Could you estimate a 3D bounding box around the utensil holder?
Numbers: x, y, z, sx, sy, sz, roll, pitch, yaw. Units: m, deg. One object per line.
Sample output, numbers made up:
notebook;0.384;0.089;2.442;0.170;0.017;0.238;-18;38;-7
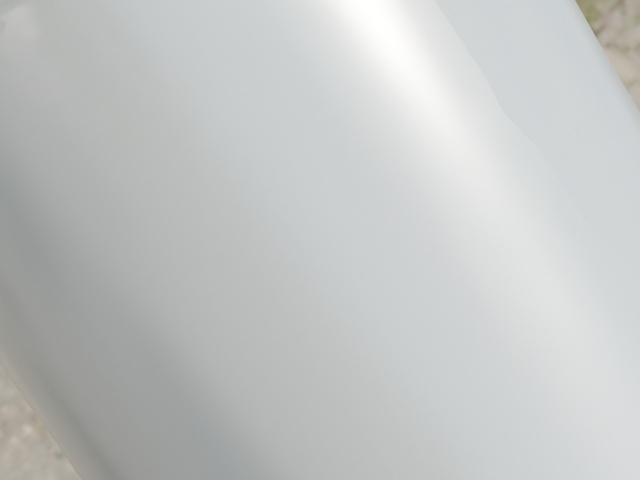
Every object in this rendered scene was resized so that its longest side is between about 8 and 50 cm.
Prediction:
utensil holder;0.000;0.000;0.850;0.385;0.327;0.327;57;22;-18
